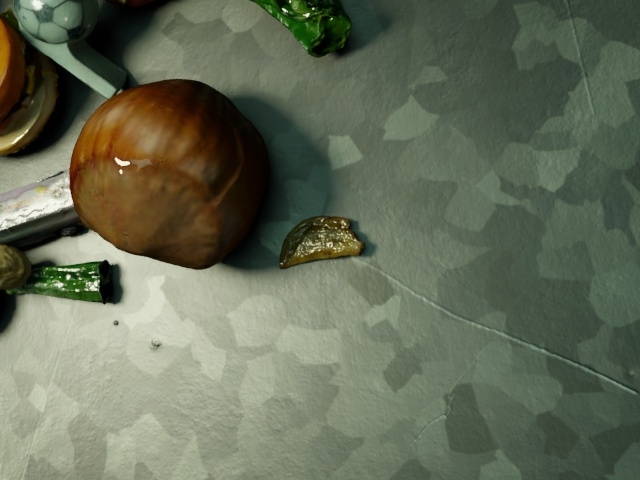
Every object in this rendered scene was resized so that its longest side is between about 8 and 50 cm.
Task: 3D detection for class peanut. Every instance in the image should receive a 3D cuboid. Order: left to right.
[{"bbox_3d":[-0.643,0.042,1.370,0.214,0.099,0.100,14,84,-25],"label":"peanut"}]

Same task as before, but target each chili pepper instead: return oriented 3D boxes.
[{"bbox_3d":[-0.520,0.087,1.449,0.226,0.059,0.088,-4,76,11],"label":"chili pepper"},{"bbox_3d":[-0.101,-0.507,1.396,0.385,0.213,0.167,57,136,15],"label":"chili pepper"}]

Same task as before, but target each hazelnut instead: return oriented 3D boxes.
[{"bbox_3d":[-0.265,-0.124,1.319,0.372,0.315,0.372,6,63,-11],"label":"hazelnut"}]

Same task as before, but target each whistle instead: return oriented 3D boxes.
[{"bbox_3d":[-0.466,-0.417,1.396,0.289,0.163,0.163,36,90,-22],"label":"whistle"}]

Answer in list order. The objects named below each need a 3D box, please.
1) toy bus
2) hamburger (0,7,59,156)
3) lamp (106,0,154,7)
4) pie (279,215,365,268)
[{"bbox_3d":[-0.580,-0.047,1.437,0.316,0.138,0.112,-19,80,6],"label":"toy bus"},{"bbox_3d":[-0.660,-0.306,1.438,0.290,0.225,0.291,-2,81,12],"label":"hamburger"},{"bbox_3d":[-0.373,-0.570,1.436,0.226,0.227,0.227,-1,82,10],"label":"lamp"},{"bbox_3d":[0.000,0.000,1.382,0.169,0.034,0.092,-7,83,15],"label":"pie"}]
